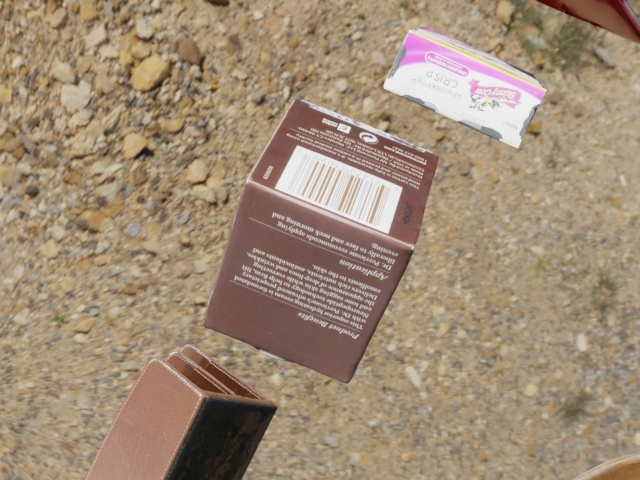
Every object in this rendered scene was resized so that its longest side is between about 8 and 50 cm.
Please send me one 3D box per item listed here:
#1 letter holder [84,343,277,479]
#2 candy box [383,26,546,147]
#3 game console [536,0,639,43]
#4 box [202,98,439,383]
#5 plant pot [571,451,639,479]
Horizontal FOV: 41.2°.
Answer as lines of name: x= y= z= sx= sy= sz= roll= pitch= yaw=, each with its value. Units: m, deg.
letter holder: x=-0.237 y=0.302 z=1.172 sx=0.152 sy=0.214 sz=0.302 roll=23 pitch=95 yaw=-52
candy box: x=0.169 y=-0.186 z=0.990 sx=0.159 sy=0.233 sz=0.071 roll=24 pitch=109 yaw=3
game console: x=0.148 y=-0.199 z=0.504 sx=0.085 sy=0.144 sz=0.124 roll=8 pitch=113 yaw=-21
box: x=0.000 y=0.000 z=0.873 sx=0.168 sy=0.203 sz=0.167 roll=22 pitch=39 yaw=0
plant pot: x=0.217 y=0.231 z=0.474 sx=0.167 sy=0.167 sz=0.165 roll=-19 pitch=105 yaw=-26
